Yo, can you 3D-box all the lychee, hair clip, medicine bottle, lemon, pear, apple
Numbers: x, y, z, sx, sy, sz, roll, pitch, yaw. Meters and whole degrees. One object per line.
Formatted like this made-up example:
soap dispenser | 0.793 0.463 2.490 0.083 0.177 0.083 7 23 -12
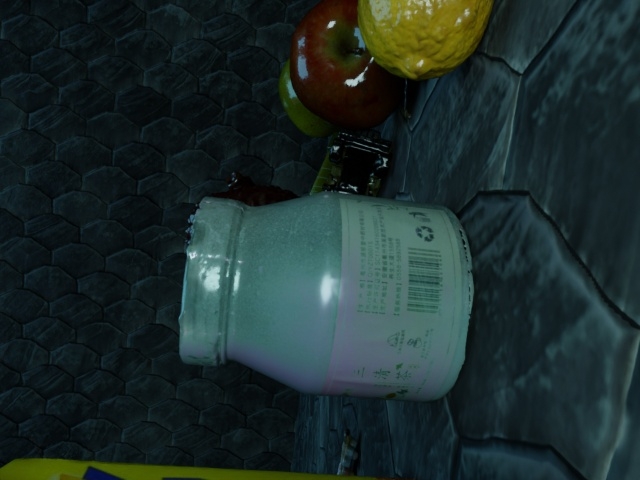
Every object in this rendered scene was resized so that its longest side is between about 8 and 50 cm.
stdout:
lychee | -0.142 0.011 0.908 0.306 0.305 0.331 -109 9 -80
hair clip | 0.048 0.489 0.852 0.062 0.056 0.214 -44 -29 -72
medicine bottle | -0.003 0.058 0.500 0.245 0.289 0.246 -174 90 -85
lemon | 0.111 -0.261 0.434 0.142 0.142 0.187 -143 65 -85
pear | 0.005 -0.473 1.298 0.294 0.293 0.295 -174 90 -86
apple | 0.056 -0.315 0.746 0.230 0.229 0.230 -174 90 -86

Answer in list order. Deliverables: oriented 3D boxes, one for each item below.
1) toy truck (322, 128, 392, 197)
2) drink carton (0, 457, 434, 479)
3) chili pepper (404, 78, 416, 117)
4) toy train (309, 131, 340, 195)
toy truck | 0.074 -0.133 0.892 0.257 0.127 0.127 102 -173 -55
drink carton | -0.026 0.198 0.199 0.154 0.350 0.112 134 142 -84
chili pepper | 0.151 -0.324 0.622 0.050 0.059 0.269 15 97 47
toy train | 0.044 -0.159 1.080 0.226 0.090 0.137 -68 -23 -14
